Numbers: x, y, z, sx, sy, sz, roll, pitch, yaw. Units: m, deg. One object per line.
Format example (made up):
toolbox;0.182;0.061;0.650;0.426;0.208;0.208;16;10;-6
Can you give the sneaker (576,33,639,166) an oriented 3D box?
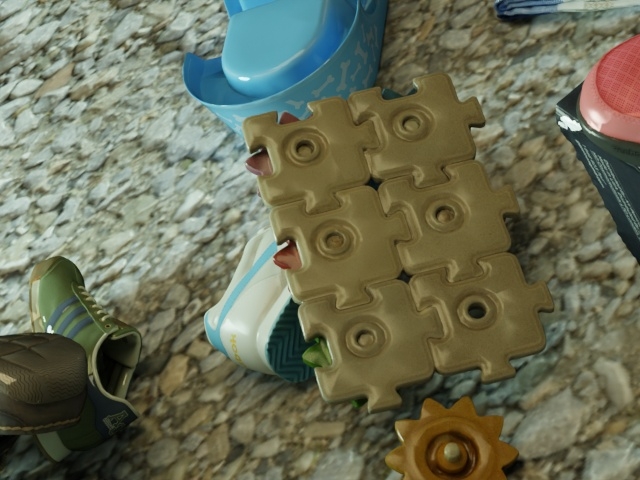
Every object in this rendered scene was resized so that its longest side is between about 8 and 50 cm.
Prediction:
sneaker;0.281;-0.139;1.109;0.314;0.136;0.116;-16;42;22

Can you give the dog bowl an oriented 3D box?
dog bowl;-0.020;-0.196;1.726;0.166;0.074;0.297;-15;41;22

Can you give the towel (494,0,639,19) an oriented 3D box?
towel;0.290;-0.266;1.613;0.285;0.034;0.209;-3;47;33

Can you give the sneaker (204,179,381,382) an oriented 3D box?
sneaker;0.000;0.000;1.494;0.092;0.087;0.228;12;55;44

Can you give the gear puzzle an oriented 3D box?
gear puzzle;0.065;0.040;1.377;0.175;0.044;0.339;-14;60;-6

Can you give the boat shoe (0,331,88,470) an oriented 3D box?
boat shoe;-0.276;0.140;1.487;0.132;0.130;0.355;-7;0;-35

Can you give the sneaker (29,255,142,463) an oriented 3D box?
sneaker;-0.176;0.082;1.551;0.086;0.064;0.192;-21;46;15

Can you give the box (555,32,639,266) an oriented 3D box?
box;0.361;-0.059;1.221;0.296;0.182;0.294;-40;38;-6
